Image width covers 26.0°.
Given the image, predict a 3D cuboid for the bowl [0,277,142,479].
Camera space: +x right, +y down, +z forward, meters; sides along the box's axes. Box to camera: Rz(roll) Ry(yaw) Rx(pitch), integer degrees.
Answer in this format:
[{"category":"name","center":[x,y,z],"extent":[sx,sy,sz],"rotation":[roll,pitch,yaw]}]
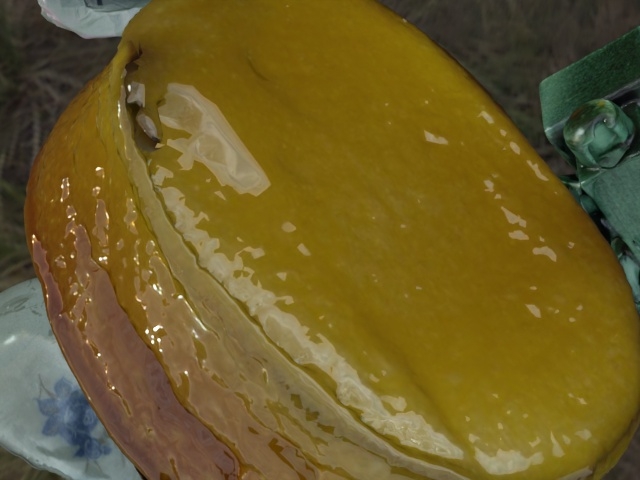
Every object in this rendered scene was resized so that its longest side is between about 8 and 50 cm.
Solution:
[{"category":"bowl","center":[-0.225,0.118,1.449],"extent":[0.313,0.313,0.146],"rotation":[33,107,-4]}]

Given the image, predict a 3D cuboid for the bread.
[{"category":"bread","center":[0.003,0.021,0.550],"extent":[0.270,0.195,0.143],"rotation":[51,139,14]}]

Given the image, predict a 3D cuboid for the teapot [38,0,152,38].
[{"category":"teapot","center":[-0.157,-0.272,1.061],"extent":[0.178,0.163,0.222],"rotation":[-16,138,8]}]

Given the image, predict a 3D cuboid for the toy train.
[{"category":"toy train","center":[0.339,-0.060,1.411],"extent":[0.167,0.238,0.299],"rotation":[-27,127,27]}]
